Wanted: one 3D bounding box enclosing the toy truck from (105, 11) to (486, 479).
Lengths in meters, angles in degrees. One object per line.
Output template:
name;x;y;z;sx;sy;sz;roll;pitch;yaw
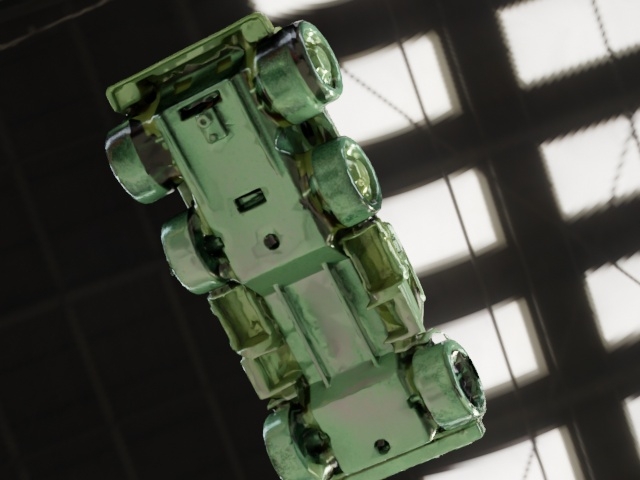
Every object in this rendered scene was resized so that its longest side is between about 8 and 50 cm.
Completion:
toy truck;0.001;0.003;0.987;0.128;0.135;0.259;-25;-86;20
